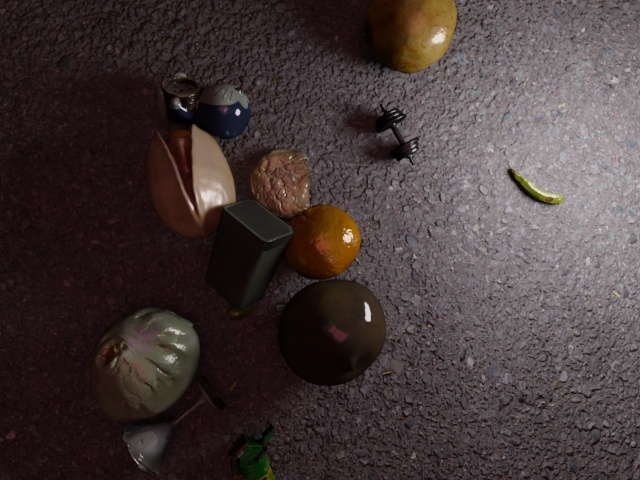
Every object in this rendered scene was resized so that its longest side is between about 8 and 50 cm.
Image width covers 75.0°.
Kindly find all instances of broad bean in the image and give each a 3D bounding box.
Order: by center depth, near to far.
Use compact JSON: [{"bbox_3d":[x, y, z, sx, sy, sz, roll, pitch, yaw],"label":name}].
[{"bbox_3d":[-0.228,0.192,1.197,0.063,0.045,0.083,37,75,8],"label":"broad bean"}]

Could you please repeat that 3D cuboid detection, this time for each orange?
[{"bbox_3d":[0.002,0.002,1.146,0.219,0.193,0.219,-13,50,16],"label":"orange"}]

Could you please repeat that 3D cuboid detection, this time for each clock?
[{"bbox_3d":[-0.314,-0.376,1.164,0.244,0.146,0.199,16,42,-2],"label":"clock"}]

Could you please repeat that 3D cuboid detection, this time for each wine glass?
[{"bbox_3d":[-0.384,0.482,1.116,0.232,0.156,0.156,-38,92,-12],"label":"wine glass"}]

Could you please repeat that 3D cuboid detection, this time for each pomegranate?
[{"bbox_3d":[0.263,-0.622,1.207,0.261,0.260,0.260,0,87,-7],"label":"pomegranate"}]

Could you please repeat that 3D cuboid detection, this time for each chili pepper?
[{"bbox_3d":[0.692,-0.162,1.336,0.208,0.043,0.048,28,96,-5],"label":"chili pepper"}]

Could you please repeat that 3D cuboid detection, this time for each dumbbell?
[{"bbox_3d":[0.232,-0.319,1.255,0.099,0.099,0.208,-29,92,-8],"label":"dumbbell"}]

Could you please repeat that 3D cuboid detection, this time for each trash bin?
[{"bbox_3d":[-0.199,0.038,1.101,0.164,0.122,0.240,37,121,20],"label":"trash bin"}]

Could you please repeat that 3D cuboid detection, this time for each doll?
[{"bbox_3d":[-0.178,0.622,1.148,0.134,0.106,0.186,-10,88,-19],"label":"doll"}]

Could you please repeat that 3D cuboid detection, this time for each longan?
[{"bbox_3d":[0.033,0.236,1.104,0.298,0.297,0.297,0,87,-7],"label":"longan"}]

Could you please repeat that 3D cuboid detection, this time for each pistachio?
[{"bbox_3d":[-0.344,-0.151,1.108,0.230,0.230,0.308,-14,87,-8],"label":"pistachio"}]

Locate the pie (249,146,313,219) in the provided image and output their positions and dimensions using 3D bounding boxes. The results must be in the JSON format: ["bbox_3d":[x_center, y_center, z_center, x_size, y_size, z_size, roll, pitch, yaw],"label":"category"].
[{"bbox_3d":[-0.115,-0.169,1.225,0.185,0.052,0.218,-2,89,-9],"label":"pie"}]

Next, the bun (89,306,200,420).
[{"bbox_3d":[-0.464,0.295,1.053,0.293,0.187,0.293,-2,63,4],"label":"bun"}]
